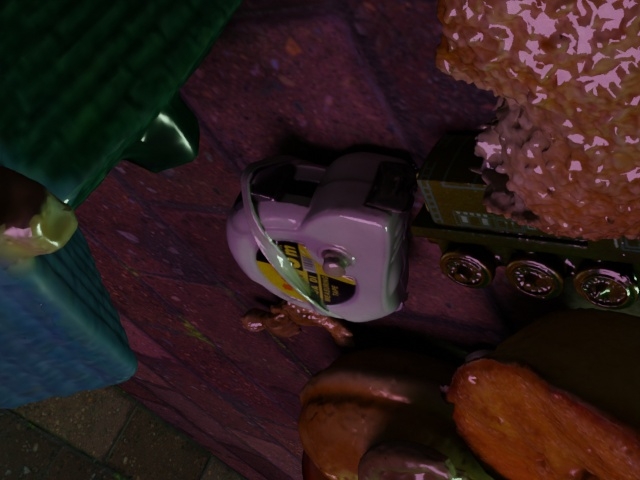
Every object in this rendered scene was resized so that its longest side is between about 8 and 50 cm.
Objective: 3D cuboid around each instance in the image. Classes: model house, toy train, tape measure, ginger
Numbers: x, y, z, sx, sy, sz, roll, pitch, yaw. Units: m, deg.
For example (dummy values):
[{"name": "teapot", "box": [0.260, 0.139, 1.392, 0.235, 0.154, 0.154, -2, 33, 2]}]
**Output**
[{"name": "model house", "box": [-0.249, -0.074, 0.561, 0.343, 0.382, 0.334, 19, 155, 21]}, {"name": "toy train", "box": [0.175, -0.022, 0.595, 0.226, 0.090, 0.137, 7, 141, 37]}, {"name": "tape measure", "box": [0.000, 0.000, 0.763, 0.197, 0.120, 0.236, 14, 148, 14]}, {"name": "ginger", "box": [-0.036, 0.116, 1.110, 0.193, 0.052, 0.176, 13, 153, 11]}]

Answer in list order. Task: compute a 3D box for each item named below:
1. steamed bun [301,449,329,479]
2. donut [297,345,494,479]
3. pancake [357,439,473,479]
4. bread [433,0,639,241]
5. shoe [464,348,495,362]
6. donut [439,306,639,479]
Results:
[{"name": "steamed bun", "box": [0.132, 0.510, 1.463, 0.380, 0.248, 0.235, 23, 155, 6]}, {"name": "donut", "box": [0.171, 0.318, 1.119, 0.449, 0.198, 0.448, 21, 152, 12]}, {"name": "pancake", "box": [0.153, 0.338, 0.923, 0.236, 0.042, 0.222, 45, 141, -13]}, {"name": "bread", "box": [0.168, -0.094, 0.360, 0.192, 0.171, 0.314, 22, 156, 21]}, {"name": "shoe", "box": [0.248, 0.195, 0.952, 0.143, 0.071, 0.064, 27, 155, -6]}, {"name": "donut", "box": [0.323, 0.222, 0.727, 0.377, 0.163, 0.435, 52, 162, -4]}]
